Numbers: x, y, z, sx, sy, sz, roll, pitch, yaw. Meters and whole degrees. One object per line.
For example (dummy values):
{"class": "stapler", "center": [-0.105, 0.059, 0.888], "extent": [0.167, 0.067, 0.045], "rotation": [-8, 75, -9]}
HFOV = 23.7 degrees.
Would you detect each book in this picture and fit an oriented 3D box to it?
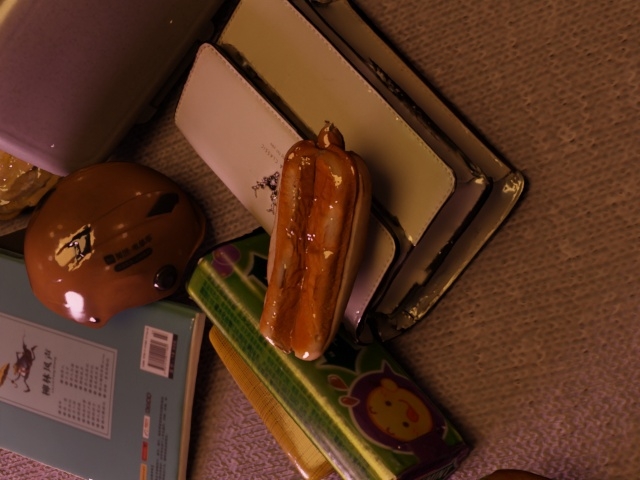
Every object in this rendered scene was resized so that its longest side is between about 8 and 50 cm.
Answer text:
{"class": "book", "center": [-0.314, 0.165, 1.899], "extent": [0.379, 0.031, 0.264], "rotation": [16, 106, 28]}

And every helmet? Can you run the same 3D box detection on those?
{"class": "helmet", "center": [-0.255, -0.014, 1.804], "extent": [0.224, 0.130, 0.198], "rotation": [-36, 54, -10]}

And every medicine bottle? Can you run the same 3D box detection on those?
{"class": "medicine bottle", "center": [-0.276, -0.265, 1.805], "extent": [0.375, 0.282, 0.123], "rotation": [-53, 40, 10]}

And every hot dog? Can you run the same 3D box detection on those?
{"class": "hot dog", "center": [0.000, 0.000, 1.534], "extent": [0.102, 0.076, 0.249], "rotation": [19, 112, 27]}

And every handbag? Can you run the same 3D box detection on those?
{"class": "handbag", "center": [0.013, -0.092, 1.663], "extent": [0.358, 0.160, 0.236], "rotation": [49, 121, 27]}

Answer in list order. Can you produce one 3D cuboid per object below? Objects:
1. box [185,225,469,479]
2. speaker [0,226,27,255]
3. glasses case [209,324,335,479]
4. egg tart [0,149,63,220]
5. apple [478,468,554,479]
{"class": "box", "center": [0.000, 0.137, 1.656], "extent": [0.345, 0.134, 0.097], "rotation": [47, 134, 25]}
{"class": "speaker", "center": [-0.410, 0.024, 2.004], "extent": [0.218, 0.082, 0.044], "rotation": [-15, 78, 35]}
{"class": "glasses case", "center": [-0.044, 0.168, 1.734], "extent": [0.079, 0.064, 0.234], "rotation": [-41, 62, 6]}
{"class": "egg tart", "center": [-0.457, -0.195, 2.018], "extent": [0.352, 0.150, 0.352], "rotation": [-6, 79, 33]}
{"class": "apple", "center": [0.190, 0.353, 1.445], "extent": [0.246, 0.246, 0.226], "rotation": [23, 111, 35]}
